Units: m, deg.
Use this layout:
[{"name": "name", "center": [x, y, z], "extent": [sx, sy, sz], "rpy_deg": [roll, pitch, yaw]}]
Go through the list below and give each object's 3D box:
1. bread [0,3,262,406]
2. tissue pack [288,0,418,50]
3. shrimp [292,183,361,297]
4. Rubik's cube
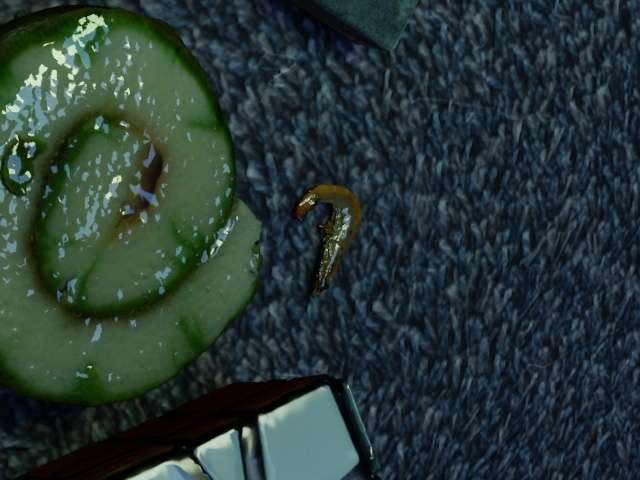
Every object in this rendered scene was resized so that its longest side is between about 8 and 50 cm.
[{"name": "bread", "center": [-0.209, -0.031, 1.382], "extent": [0.382, 0.129, 0.366], "rpy_deg": [15, 95, -40]}, {"name": "tissue pack", "center": [-0.006, -0.354, 1.446], "extent": [0.315, 0.103, 0.228], "rpy_deg": [28, 86, -40]}, {"name": "shrimp", "center": [0.000, 0.000, 1.616], "extent": [0.091, 0.025, 0.127], "rpy_deg": [14, 91, -39]}, {"name": "Rubik's cube", "center": [-0.096, 0.306, 1.419], "extent": [0.293, 0.283, 0.288], "rpy_deg": [-24, 93, -23]}]
